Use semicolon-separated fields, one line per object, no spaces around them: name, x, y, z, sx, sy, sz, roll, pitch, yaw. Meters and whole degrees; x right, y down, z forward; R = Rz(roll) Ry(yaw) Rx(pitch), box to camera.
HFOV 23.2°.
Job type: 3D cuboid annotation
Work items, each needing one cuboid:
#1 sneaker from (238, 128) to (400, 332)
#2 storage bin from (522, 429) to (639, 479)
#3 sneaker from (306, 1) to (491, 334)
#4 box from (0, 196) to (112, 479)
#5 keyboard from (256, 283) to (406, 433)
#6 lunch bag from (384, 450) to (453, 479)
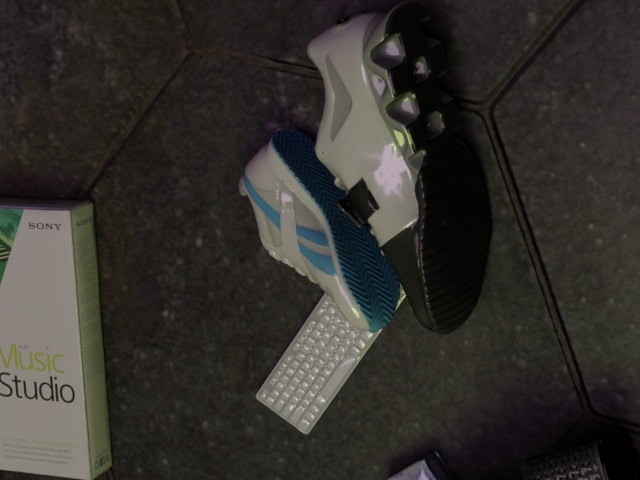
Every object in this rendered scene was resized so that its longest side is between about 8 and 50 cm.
sneaker;0.000;0.000;1.605;0.092;0.087;0.229;-43;71;39
storage bin;0.277;0.286;1.526;0.084;0.122;0.180;-20;80;26
sneaker;0.071;-0.067;1.559;0.146;0.122;0.331;-4;103;41
box;-0.363;0.109;1.796;0.232;0.058;0.322;2;103;21
keyboard;0.022;0.095;1.661;0.072;0.014;0.256;38;114;10
lunch bag;0.111;0.277;1.648;0.071;0.053;0.083;-35;78;23
